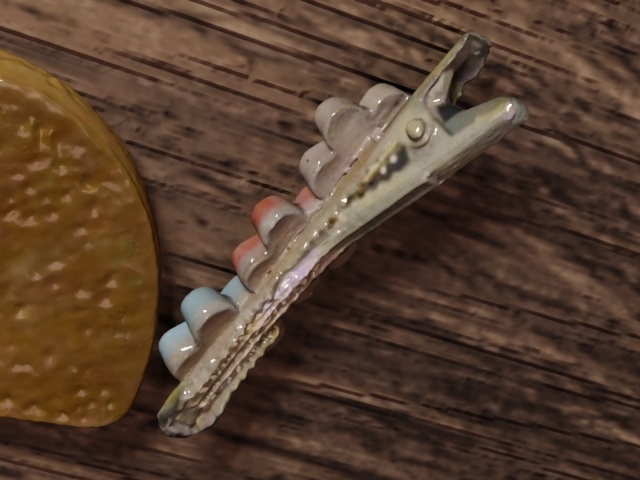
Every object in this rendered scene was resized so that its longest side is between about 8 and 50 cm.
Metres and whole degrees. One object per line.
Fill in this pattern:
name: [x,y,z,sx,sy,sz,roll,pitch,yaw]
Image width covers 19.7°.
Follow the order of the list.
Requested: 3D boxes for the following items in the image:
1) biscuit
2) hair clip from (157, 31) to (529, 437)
biscuit: [-0.143,-0.006,0.743,0.142,0.029,0.220,-41,119,11]
hair clip: [-0.003,-0.005,0.770,0.214,0.056,0.062,-44,145,18]
